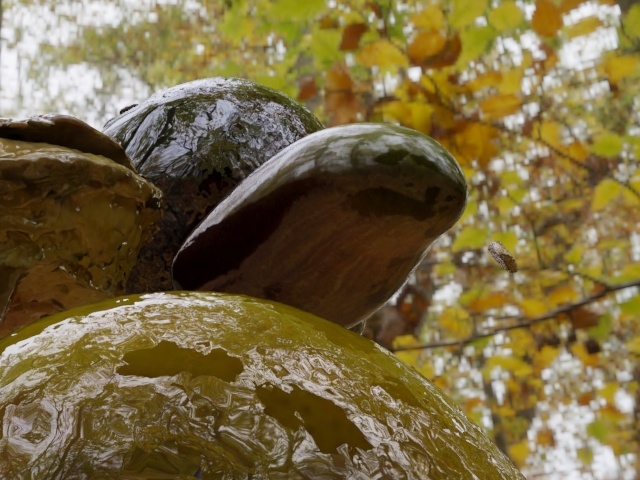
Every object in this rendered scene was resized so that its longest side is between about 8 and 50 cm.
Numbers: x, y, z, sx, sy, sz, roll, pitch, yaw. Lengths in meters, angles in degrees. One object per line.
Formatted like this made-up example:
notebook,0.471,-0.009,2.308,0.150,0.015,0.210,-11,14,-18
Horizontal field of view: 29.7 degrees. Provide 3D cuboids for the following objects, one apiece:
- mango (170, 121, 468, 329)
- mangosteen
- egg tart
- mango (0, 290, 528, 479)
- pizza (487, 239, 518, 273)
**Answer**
mango,0.000,0.000,0.820,0.133,0.111,0.267,43,-45,-15
mangosteen,-0.087,-0.001,1.131,0.313,0.297,0.297,31,-43,-9
egg tart,-0.231,0.038,0.798,0.297,0.132,0.297,-19,-20,-7
mango,0.004,0.198,0.573,0.445,0.301,0.220,25,-28,-6
pizza,0.183,0.016,1.207,0.016,0.037,0.083,-35,1,1
